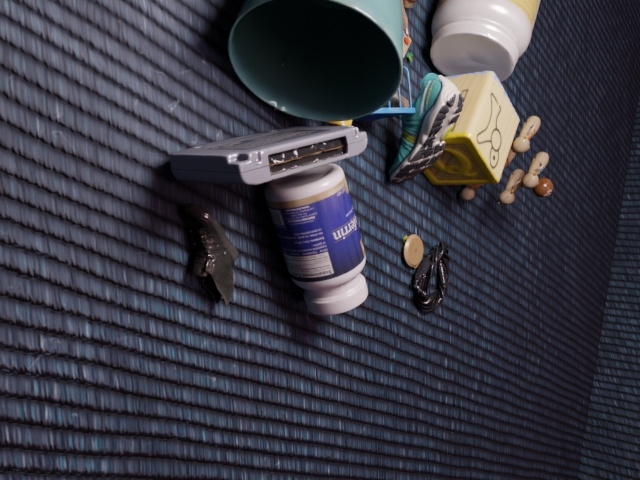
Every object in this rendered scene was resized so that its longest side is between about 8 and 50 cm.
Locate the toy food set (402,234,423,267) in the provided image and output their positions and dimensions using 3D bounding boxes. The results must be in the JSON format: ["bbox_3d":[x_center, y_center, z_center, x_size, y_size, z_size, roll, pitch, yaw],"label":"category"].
[{"bbox_3d":[0.228,0.024,1.528,0.083,0.020,0.083,17,80,-47],"label":"toy food set"}]

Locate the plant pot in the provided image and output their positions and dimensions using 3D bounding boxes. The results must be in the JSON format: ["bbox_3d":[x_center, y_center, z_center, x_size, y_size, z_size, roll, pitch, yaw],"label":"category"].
[{"bbox_3d":[0.009,-0.391,1.074,0.293,0.293,0.235,37,54,-43],"label":"plant pot"}]

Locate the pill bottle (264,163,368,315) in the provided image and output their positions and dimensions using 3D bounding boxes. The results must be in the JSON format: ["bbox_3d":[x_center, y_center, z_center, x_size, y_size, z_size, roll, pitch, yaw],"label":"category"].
[{"bbox_3d":[0.000,0.000,1.176,0.153,0.153,0.265,-36,119,-41],"label":"pill bottle"}]

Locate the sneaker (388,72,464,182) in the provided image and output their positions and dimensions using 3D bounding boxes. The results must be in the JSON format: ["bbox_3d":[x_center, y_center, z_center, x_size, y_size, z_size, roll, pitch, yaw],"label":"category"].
[{"bbox_3d":[0.223,-0.244,1.381,0.107,0.110,0.275,-14,144,-37],"label":"sneaker"}]

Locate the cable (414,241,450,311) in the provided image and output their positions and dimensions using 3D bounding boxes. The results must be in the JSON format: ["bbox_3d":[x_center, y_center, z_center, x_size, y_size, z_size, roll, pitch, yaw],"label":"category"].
[{"bbox_3d":[0.298,0.092,1.586,0.184,0.047,0.150,-59,137,-28],"label":"cable"}]

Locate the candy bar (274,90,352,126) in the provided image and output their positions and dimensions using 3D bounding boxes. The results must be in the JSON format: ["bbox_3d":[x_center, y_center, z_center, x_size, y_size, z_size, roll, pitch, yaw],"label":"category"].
[{"bbox_3d":[-0.013,-0.250,1.191,0.161,0.018,0.040,11,98,-18],"label":"candy bar"}]

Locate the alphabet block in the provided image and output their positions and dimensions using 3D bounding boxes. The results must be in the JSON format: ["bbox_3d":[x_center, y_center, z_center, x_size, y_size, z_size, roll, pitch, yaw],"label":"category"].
[{"bbox_3d":[0.342,-0.267,1.507,0.192,0.193,0.197,43,62,-39],"label":"alphabet block"}]

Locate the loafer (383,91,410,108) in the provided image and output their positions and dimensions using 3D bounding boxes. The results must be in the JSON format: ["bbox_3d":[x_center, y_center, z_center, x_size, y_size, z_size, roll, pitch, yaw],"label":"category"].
[{"bbox_3d":[0.172,-0.323,1.432,0.125,0.045,0.039,21,60,-53],"label":"loafer"}]

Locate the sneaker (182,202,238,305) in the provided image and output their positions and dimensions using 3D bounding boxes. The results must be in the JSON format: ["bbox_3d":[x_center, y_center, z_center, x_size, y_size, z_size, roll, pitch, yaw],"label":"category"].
[{"bbox_3d":[-0.191,0.025,1.040,0.170,0.051,0.089,56,49,-38],"label":"sneaker"}]

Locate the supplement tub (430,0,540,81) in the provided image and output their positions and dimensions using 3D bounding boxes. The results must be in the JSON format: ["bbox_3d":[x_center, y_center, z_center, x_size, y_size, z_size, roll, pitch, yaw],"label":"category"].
[{"bbox_3d":[0.412,-0.578,1.526,0.241,0.241,0.331,36,67,-43],"label":"supplement tub"}]

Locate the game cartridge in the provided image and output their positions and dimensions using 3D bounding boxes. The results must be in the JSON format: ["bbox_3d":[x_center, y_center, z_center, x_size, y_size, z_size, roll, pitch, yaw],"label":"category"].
[{"bbox_3d":[-0.087,-0.146,1.034,0.297,0.198,0.062,-23,109,-44],"label":"game cartridge"}]

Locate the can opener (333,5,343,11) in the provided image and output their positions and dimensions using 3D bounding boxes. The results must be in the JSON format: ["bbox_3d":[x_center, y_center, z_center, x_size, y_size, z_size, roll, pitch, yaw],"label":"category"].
[{"bbox_3d":[0.069,-0.586,1.253,0.095,0.076,0.283,5,89,-22],"label":"can opener"}]

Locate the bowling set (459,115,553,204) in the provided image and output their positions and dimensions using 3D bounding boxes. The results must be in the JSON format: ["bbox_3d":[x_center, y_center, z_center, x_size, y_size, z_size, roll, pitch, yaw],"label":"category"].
[{"bbox_3d":[0.521,-0.165,1.619,0.200,0.287,0.154,37,57,1],"label":"bowling set"}]

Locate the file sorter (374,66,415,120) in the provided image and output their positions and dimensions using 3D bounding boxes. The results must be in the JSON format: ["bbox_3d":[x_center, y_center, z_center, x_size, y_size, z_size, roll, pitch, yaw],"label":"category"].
[{"bbox_3d":[0.097,-0.307,1.290,0.170,0.118,0.104,-14,99,-47],"label":"file sorter"}]

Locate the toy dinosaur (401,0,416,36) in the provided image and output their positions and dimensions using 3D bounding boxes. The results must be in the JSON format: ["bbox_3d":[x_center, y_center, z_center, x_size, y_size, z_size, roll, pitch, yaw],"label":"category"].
[{"bbox_3d":[0.174,-0.613,1.355,0.200,0.127,0.296,3,112,-37],"label":"toy dinosaur"}]

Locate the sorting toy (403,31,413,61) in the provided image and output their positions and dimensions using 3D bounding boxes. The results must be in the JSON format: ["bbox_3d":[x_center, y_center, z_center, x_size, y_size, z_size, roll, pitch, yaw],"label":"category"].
[{"bbox_3d":[0.201,-0.464,1.469,0.083,0.012,0.062,40,64,-41],"label":"sorting toy"}]
